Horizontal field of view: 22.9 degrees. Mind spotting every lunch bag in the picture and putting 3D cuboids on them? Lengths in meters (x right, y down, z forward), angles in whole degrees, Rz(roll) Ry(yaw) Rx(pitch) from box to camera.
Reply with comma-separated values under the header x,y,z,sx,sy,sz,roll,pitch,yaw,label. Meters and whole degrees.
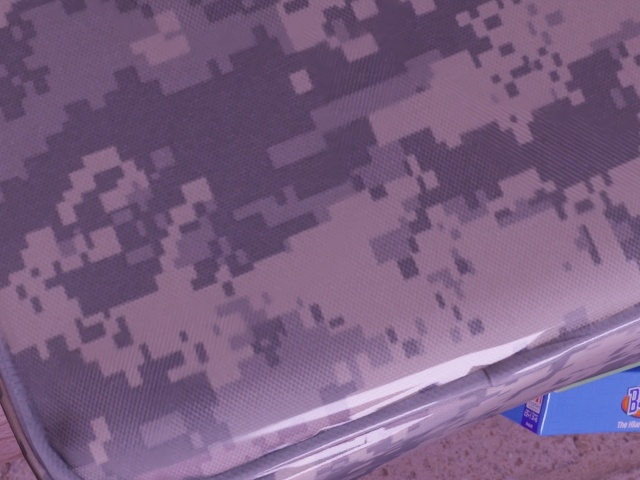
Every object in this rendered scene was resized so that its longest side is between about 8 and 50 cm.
x,y,z,sx,sy,sz,roll,pitch,yaw,label
0.009,-0.018,0.586,0.305,0.212,0.256,-22,167,-9,lunch bag

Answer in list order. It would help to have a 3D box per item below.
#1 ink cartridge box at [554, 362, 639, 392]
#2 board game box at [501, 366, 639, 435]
x,y,z,sx,sy,sz,roll,pitch,yaw,label
0.194,-0.021,1.058,0.201,0.117,0.278,-18,-164,-4,ink cartridge box
0.184,0.087,1.116,0.210,0.047,0.160,3,-167,-36,board game box
